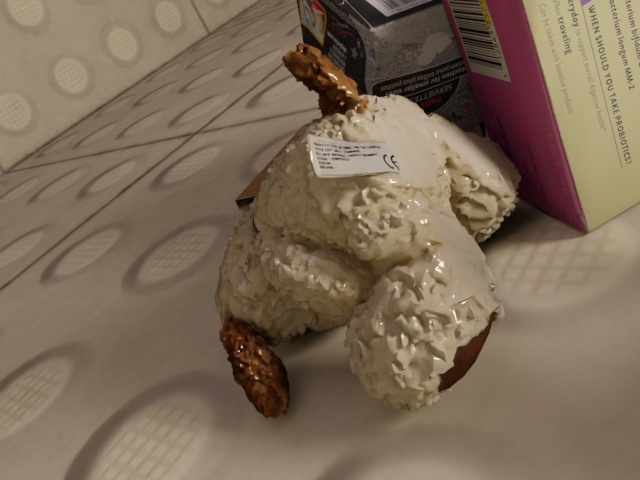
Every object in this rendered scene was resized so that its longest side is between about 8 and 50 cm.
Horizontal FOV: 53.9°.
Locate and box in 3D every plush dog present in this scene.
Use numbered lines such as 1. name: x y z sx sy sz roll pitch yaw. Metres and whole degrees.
1. plush dog: 0.000 0.000 0.475 0.225 0.211 0.262 -43 12 37

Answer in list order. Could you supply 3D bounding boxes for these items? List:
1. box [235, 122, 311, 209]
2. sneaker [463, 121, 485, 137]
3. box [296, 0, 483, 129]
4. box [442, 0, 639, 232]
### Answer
1. box: 0.001 -0.112 0.821 0.165 0.021 0.201 -7 34 37
2. sneaker: 0.062 -0.127 0.704 0.106 0.078 0.234 -42 42 -17
3. box: 0.124 -0.206 0.597 0.248 0.142 0.163 -24 48 -12
4. box: 0.240 -0.167 0.472 0.243 0.213 0.117 -30 27 -3
